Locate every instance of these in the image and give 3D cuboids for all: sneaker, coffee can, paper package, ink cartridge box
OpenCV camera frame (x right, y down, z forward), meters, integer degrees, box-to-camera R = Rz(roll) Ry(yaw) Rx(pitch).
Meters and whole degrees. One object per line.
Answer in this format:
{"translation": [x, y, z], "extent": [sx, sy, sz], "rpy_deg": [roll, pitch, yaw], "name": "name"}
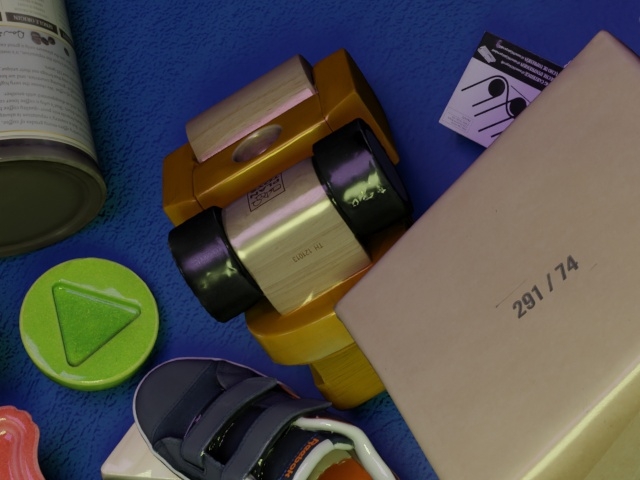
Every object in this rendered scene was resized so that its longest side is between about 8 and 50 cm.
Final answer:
{"translation": [-0.039, 0.185, 1.711], "extent": [0.321, 0.127, 0.126], "rpy_deg": [30, 74, 23], "name": "sneaker"}
{"translation": [-0.332, -0.148, 1.919], "extent": [0.201, 0.201, 0.275], "rpy_deg": [-20, 65, 13], "name": "coffee can"}
{"translation": [0.210, 0.055, 1.493], "extent": [0.325, 0.168, 0.309], "rpy_deg": [-46, 37, 11], "name": "paper package"}
{"translation": [0.215, -0.103, 1.763], "extent": [0.207, 0.046, 0.097], "rpy_deg": [31, 97, 30], "name": "ink cartridge box"}

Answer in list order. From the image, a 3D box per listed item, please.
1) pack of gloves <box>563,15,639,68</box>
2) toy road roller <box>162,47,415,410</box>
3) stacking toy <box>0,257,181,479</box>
{"translation": [0.324, -0.123, 1.745], "extent": [0.195, 0.046, 0.232], "rpy_deg": [-39, 62, 3], "name": "pack of gloves"}
{"translation": [0.000, 0.000, 1.768], "extent": [0.202, 0.240, 0.329], "rpy_deg": [-31, 26, 9], "name": "toy road roller"}
{"translation": [-0.277, 0.170, 1.864], "extent": [0.279, 0.130, 0.309], "rpy_deg": [-13, 67, -12], "name": "stacking toy"}
